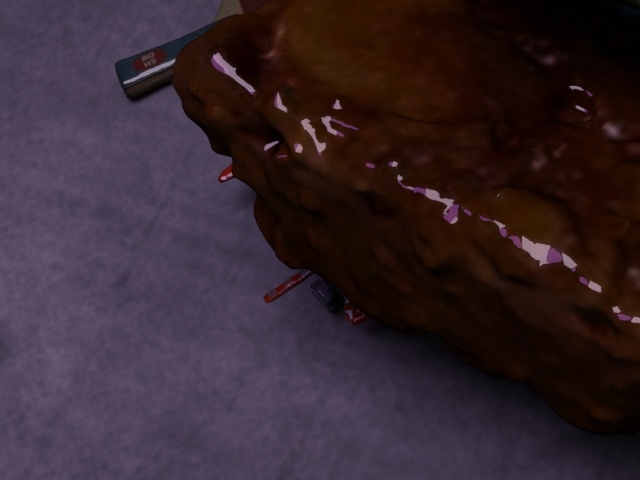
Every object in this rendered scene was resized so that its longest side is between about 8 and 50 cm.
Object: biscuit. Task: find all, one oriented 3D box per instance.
[{"bbox_3d":[0.149,-0.065,1.071,0.395,0.166,0.343,34,54,28],"label":"biscuit"}]

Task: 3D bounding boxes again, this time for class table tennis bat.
[{"bbox_3d":[-0.040,-0.184,1.322,0.274,0.021,0.154,-22,58,1],"label":"table tennis bat"}]

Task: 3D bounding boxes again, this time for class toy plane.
[{"bbox_3d":[-0.005,0.006,1.181,0.194,0.077,0.126,18,64,32],"label":"toy plane"}]

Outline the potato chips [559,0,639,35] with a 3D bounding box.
[{"bbox_3d":[0.259,-0.207,1.065,0.429,0.070,0.358,13,33,-1],"label":"potato chips"}]
